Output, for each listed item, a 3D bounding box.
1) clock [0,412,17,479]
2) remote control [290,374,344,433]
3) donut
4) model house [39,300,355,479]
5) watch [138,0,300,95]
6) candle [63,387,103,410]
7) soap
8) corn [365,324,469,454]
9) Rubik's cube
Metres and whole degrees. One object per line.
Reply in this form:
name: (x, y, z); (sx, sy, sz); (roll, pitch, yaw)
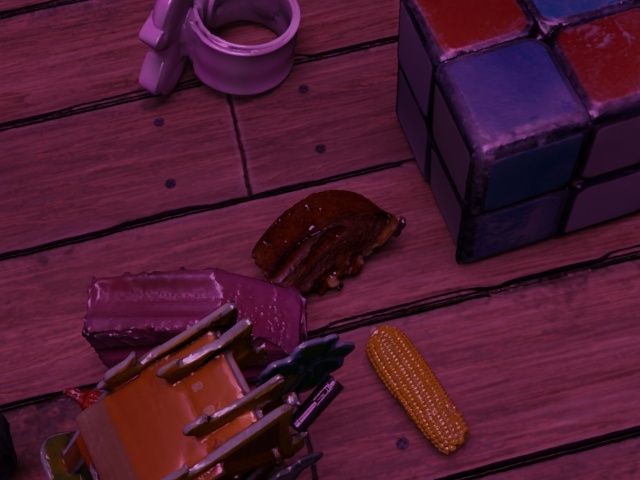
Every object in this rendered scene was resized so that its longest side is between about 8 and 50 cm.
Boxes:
clock: (-0.527, 0.302, 1.086); (0.312, 0.312, 0.061); (-25, 69, -9)
remote control: (-0.008, 0.228, 1.252); (0.034, 0.016, 0.091); (38, 71, 16)
donut: (0.004, -0.009, 1.315); (0.186, 0.144, 0.126); (-52, 46, 6)
model house: (-0.083, 0.227, 1.033); (0.357, 0.313, 0.242); (-1, 53, -45)
watch: (-0.152, -0.342, 1.473); (0.217, 0.211, 0.248); (21, 57, 5)
candle: (-0.285, 0.236, 1.249); (0.162, 0.048, 0.053); (22, 108, 8)
soap: (-0.159, 0.122, 1.227); (0.289, 0.182, 0.112); (-3, 60, 9)
corn: (0.130, 0.201, 1.228); (0.067, 0.067, 0.206); (-31, 64, -12)
Rubik's cube: (0.299, -0.199, 1.288); (0.318, 0.316, 0.313); (-16, 62, -6)
